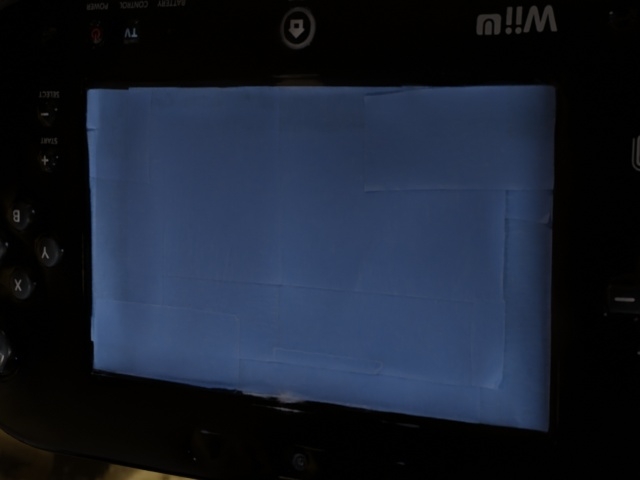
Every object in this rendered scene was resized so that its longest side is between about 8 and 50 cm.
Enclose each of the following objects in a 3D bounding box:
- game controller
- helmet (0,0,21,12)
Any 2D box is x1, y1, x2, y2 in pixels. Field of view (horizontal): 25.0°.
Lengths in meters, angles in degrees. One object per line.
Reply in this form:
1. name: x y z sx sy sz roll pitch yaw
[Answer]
1. game controller: 0.000 0.000 0.464 0.319 0.067 0.166 3 105 33
2. helmet: -0.173 -0.140 0.563 0.162 0.169 0.169 34 137 -7
